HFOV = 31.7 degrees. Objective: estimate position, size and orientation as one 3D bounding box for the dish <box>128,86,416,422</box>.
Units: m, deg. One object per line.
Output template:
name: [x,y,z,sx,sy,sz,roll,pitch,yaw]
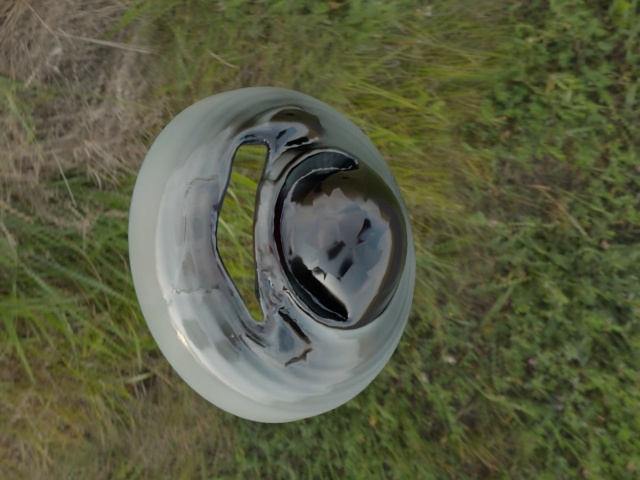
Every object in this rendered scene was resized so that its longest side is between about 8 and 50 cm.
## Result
dish: [0.000,0.000,0.872,0.273,0.134,0.273,12,72,-40]
